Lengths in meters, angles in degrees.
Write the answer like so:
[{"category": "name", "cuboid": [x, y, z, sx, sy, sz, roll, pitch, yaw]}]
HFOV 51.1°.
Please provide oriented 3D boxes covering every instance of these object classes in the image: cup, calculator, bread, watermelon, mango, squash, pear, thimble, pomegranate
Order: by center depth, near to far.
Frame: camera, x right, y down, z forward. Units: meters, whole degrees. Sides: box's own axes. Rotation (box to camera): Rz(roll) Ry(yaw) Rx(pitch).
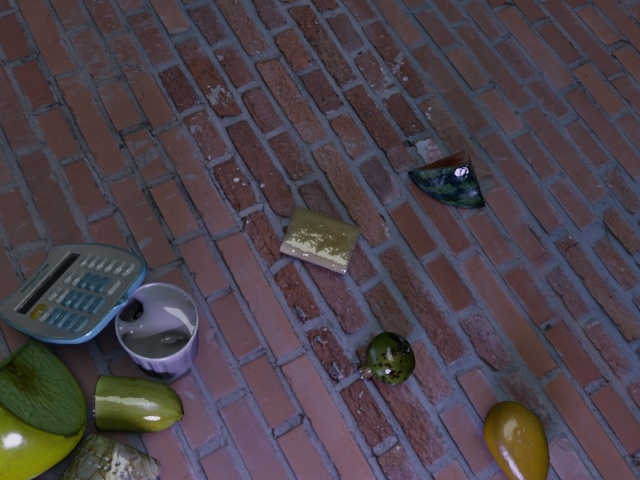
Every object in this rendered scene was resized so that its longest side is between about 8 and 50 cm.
[{"category": "pear", "cuboid": [-0.636, 0.379, 1.281, 0.318, 0.342, 0.239, -38, 100, -1]}, {"category": "thimble", "cuboid": [-0.431, 0.476, 1.338, 0.190, 0.137, 0.144, 15, 64, 17]}, {"category": "squash", "cuboid": [-0.381, 0.350, 1.414, 0.186, 0.123, 0.123, 6, 64, -4]}, {"category": "calculator", "cuboid": [-0.527, 0.109, 1.433, 0.386, 0.054, 0.256, 4, 48, 41]}, {"category": "cup", "cuboid": [-0.347, 0.180, 1.453, 0.166, 0.202, 0.221, -6, 65, -10]}, {"category": "mango", "cuboid": [0.436, 0.454, 1.484, 0.137, 0.098, 0.195, -7, 73, -13]}, {"category": "pomegranate", "cuboid": [0.143, 0.277, 1.532, 0.161, 0.122, 0.122, -27, 65, 22]}, {"category": "bread", "cuboid": [0.000, 0.000, 1.664, 0.178, 0.060, 0.140, 22, 62, 4]}, {"category": "watermelon", "cuboid": [0.345, -0.162, 1.800, 0.207, 0.136, 0.202, 11, 19, 27]}]
